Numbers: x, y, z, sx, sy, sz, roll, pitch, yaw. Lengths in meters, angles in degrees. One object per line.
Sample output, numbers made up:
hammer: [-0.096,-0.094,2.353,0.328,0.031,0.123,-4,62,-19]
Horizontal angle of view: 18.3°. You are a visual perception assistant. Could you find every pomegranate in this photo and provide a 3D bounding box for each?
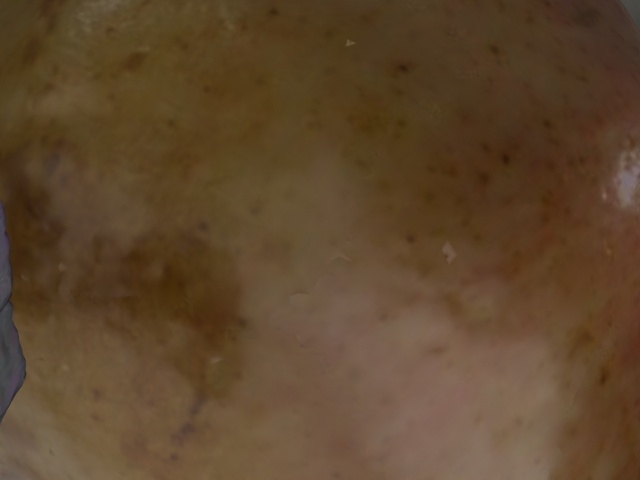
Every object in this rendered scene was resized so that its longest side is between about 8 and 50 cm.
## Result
pomegranate: [0.000,0.000,0.749,0.338,0.338,0.338,3,140,2]

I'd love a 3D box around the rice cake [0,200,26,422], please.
rice cake: [-0.149,0.101,0.438,0.050,0.298,0.106,21,138,7]
